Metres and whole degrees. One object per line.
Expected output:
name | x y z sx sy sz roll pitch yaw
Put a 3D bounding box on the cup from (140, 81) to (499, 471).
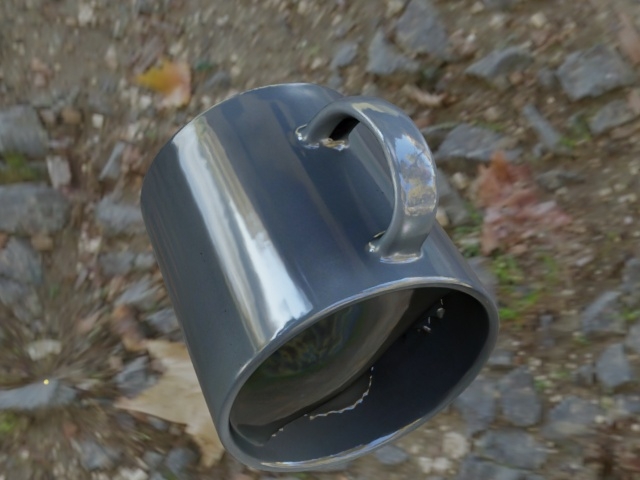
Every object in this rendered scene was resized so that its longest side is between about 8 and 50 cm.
cup | 0.000 0.000 0.427 0.078 0.100 0.077 -4 50 -31
